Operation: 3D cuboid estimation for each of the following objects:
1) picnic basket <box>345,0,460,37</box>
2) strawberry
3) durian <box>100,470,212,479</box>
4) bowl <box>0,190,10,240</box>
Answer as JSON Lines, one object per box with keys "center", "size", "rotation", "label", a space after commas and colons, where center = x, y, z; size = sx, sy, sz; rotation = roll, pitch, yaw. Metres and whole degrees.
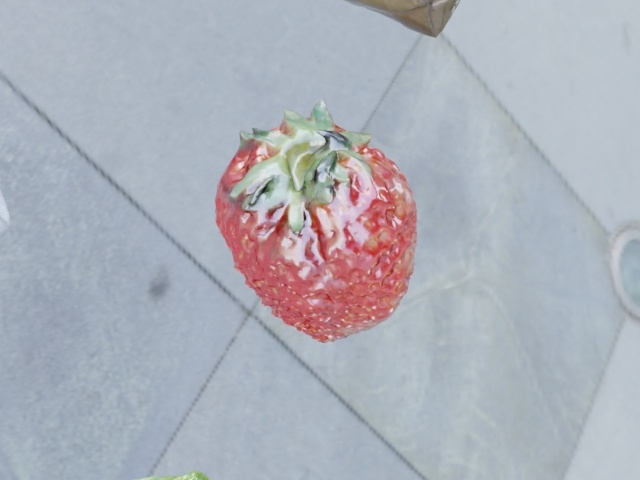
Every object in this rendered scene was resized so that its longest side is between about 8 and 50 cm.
{"center": [0.004, -0.347, 0.925], "size": [0.321, 0.254, 0.291], "rotation": [24, 26, -12], "label": "picnic basket"}
{"center": [0.005, -0.005, 0.717], "size": [0.148, 0.131, 0.131], "rotation": [55, 48, -43], "label": "strawberry"}
{"center": [-0.157, 0.359, 1.082], "size": [0.204, 0.340, 0.255], "rotation": [-37, 98, -48], "label": "durian"}
{"center": [-0.635, -0.057, 1.920], "size": [0.157, 0.345, 0.345], "rotation": [-22, 95, -5], "label": "bowl"}
